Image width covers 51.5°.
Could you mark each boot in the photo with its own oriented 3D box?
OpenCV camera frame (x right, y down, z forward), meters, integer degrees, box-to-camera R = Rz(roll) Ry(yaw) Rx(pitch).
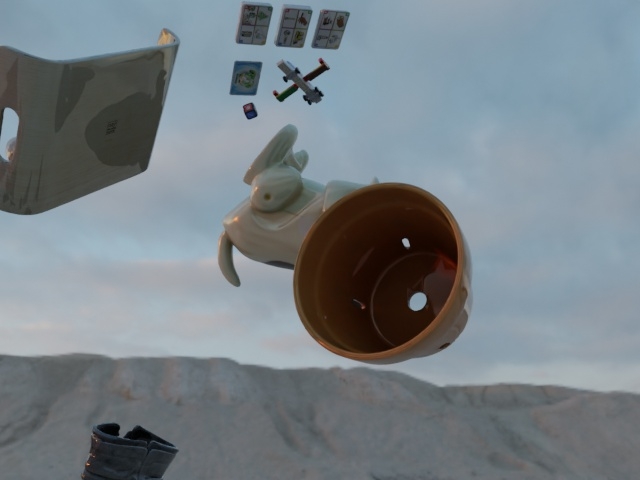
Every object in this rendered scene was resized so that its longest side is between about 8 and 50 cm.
[{"bbox_3d":[-0.293,0.443,1.111,0.118,0.223,0.338,16,-20,28],"label":"boot"}]

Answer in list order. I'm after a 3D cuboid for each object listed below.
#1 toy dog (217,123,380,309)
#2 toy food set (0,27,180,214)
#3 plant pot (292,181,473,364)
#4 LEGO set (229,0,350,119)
[{"bbox_3d":[0.000,0.000,1.481,0.408,0.395,0.284,39,-12,11],"label":"toy dog"},{"bbox_3d":[-0.325,-0.180,0.922,0.092,0.306,0.220,31,-59,11],"label":"toy food set"},{"bbox_3d":[0.130,0.075,1.101,0.291,0.291,0.203,-12,-26,28],"label":"plant pot"},{"bbox_3d":[-0.068,-0.313,1.158,0.182,0.060,0.244,-3,-36,-18],"label":"LEGO set"}]
